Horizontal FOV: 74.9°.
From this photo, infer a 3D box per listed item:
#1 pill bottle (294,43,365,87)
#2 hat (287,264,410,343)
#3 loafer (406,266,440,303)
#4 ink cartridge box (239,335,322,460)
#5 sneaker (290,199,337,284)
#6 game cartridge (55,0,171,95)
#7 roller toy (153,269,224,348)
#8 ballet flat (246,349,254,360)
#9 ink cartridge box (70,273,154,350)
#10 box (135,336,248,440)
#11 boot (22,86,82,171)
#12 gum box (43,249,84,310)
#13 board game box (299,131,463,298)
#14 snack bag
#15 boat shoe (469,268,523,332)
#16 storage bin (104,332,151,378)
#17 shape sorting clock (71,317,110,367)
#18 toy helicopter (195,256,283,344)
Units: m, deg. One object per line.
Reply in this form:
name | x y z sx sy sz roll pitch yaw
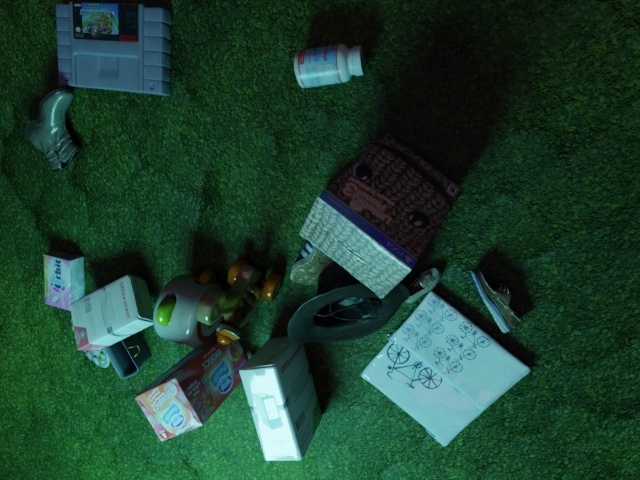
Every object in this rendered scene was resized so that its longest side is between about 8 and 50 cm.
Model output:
pill bottle | 0.023 -0.423 1.007 0.160 0.087 0.087 -2 101 16
hat | 0.054 0.144 1.073 0.331 0.331 0.134 -32 55 20
loafer | 0.256 0.117 1.076 0.125 0.039 0.045 -49 53 21
ink cartridge box | -0.102 0.430 1.171 0.114 0.198 0.273 -11 98 19
sneaker | 0.000 0.000 1.106 0.099 0.153 0.282 15 143 -17
game cartridge | -0.587 -0.542 1.176 0.354 0.068 0.230 10 109 14
roller toy | -0.365 0.203 1.203 0.146 0.209 0.191 13 130 13
ballet flat | -0.191 0.382 1.267 0.114 0.041 0.041 40 109 4
ink cartridge box | -0.636 0.222 1.285 0.217 0.092 0.159 -27 67 7
box | -0.340 0.395 1.178 0.154 0.300 0.142 -28 93 19
boot | -0.783 -0.333 1.275 0.246 0.083 0.161 -36 97 25
gum box | -0.855 0.138 1.397 0.107 0.062 0.189 11 104 14
board game box | 0.139 -0.065 0.932 0.232 0.291 0.141 38 144 5
snack bag | 0.314 0.351 1.120 0.323 0.037 0.343 39 110 5
boat shoe | 0.433 0.137 1.028 0.066 0.066 0.183 -31 102 15
storage bin | -0.617 0.360 1.362 0.098 0.091 0.135 -27 94 20
shape sorting clock | -0.775 0.339 1.402 0.206 0.040 0.206 21 127 31
toy helicopter | -0.232 0.171 1.069 0.140 0.355 0.235 23 90 10
